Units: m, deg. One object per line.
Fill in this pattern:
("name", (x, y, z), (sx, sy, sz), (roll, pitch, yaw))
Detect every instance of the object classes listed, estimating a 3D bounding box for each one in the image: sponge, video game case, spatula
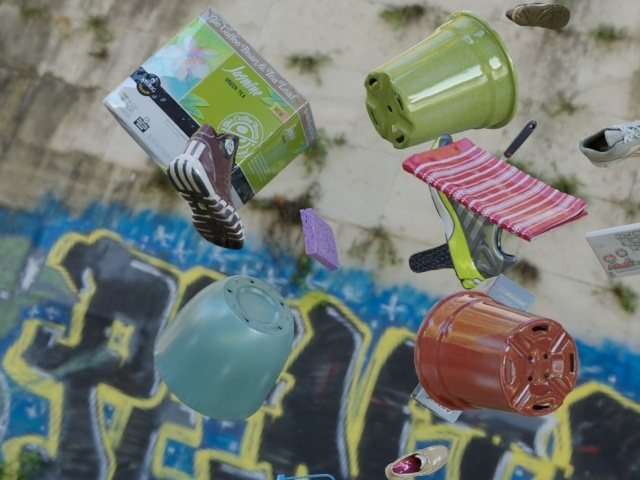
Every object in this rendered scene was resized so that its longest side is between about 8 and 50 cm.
("sponge", (0.000, 0.000, 2.417), (0.031, 0.117, 0.210), (-13, -17, 13))
("video game case", (0.659, 0.021, 2.000), (0.157, 0.019, 0.143), (-12, -47, 35))
("spatula", (0.506, -0.225, 2.680), (0.084, 0.296, 0.030), (29, 28, -26))

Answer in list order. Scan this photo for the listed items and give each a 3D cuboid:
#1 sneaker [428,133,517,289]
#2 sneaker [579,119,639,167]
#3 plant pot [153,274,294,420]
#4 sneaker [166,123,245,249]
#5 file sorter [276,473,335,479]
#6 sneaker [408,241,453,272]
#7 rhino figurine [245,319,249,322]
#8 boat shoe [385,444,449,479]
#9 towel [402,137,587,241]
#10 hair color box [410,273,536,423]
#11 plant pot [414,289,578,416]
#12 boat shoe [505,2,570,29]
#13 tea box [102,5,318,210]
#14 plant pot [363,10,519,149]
("sneaker", (0.290, -0.064, 1.817), (0.121, 0.300, 0.111), (-18, 0, 19))
("sneaker", (0.758, -0.248, 2.320), (0.262, 0.099, 0.121), (-21, -21, 36))
("plant pot", (-0.197, 0.221, 2.161), (0.293, 0.235, 0.293), (27, 30, -17))
("sneaker", (-0.180, -0.110, 1.777), (0.106, 0.162, 0.281), (13, -28, 20))
("file sorter", (-0.029, 0.501, 1.706), (0.104, 0.118, 0.170), (-1, -31, -10))
("sneaker", (0.369, 0.043, 2.782), (0.234, 0.084, 0.097), (-7, 1, 31))
("rhino figurine", (-0.199, 0.222, 2.186), (0.073, 0.106, 0.243), (46, -13, 0))
("boat shoe", (0.242, 0.543, 2.319), (0.170, 0.063, 0.059), (-20, -20, -13))
("towel", (0.296, -0.092, 1.618), (0.275, 0.031, 0.199), (34, 36, 32))
("hair color box", (0.381, 0.274, 2.398), (0.113, 0.374, 0.185), (34, -6, 5))
("plant pot", (0.382, 0.251, 2.012), (0.272, 0.272, 0.265), (26, -9, -24))
("boat shoe", (0.447, -0.466, 1.951), (0.152, 0.056, 0.049), (-2, 26, -32))
("tea box", (-0.235, -0.269, 2.102), (0.329, 0.323, 0.220), (45, -7, 14))
("plant pot", (0.244, -0.324, 2.059), (0.276, 0.254, 0.276), (50, -24, 32))
